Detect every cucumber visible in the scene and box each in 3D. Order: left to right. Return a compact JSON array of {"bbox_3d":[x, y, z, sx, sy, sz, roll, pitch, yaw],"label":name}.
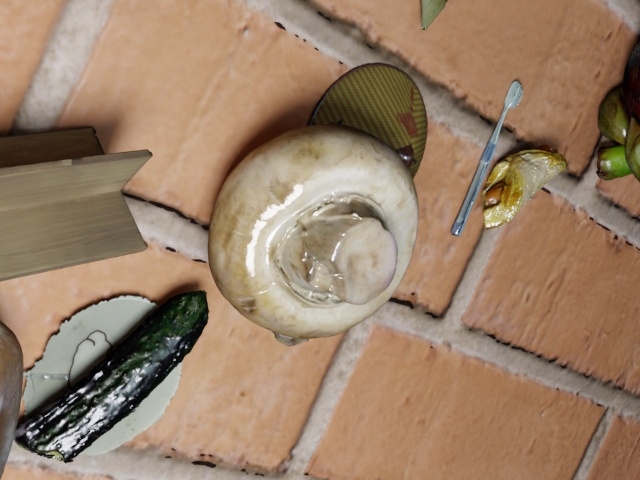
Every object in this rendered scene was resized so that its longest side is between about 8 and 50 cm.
[{"bbox_3d":[-0.201,0.140,1.030,0.245,0.067,0.067,-41,129,-15],"label":"cucumber"}]

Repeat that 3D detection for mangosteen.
[{"bbox_3d":[0.540,-0.191,1.398,0.300,0.300,0.300,-17,118,-34],"label":"mangosteen"}]

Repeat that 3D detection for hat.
[{"bbox_3d":[0.077,-0.104,1.162,0.193,0.082,0.193,-16,118,-33],"label":"hat"}]

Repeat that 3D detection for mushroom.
[{"bbox_3d":[0.000,0.000,1.071,0.255,0.184,0.255,-19,122,-34],"label":"mushroom"}]

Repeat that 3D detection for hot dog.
[{"bbox_3d":[0.262,-0.084,1.333,0.169,0.078,0.061,-41,114,-26],"label":"hot dog"}]

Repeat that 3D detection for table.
[{"bbox_3d":[-0.266,-0.032,0.871,0.226,0.167,0.167,-14,117,-46],"label":"table"}]

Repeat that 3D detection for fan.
[{"bbox_3d":[-0.277,0.137,1.017,0.329,0.009,0.191,8,107,-43],"label":"fan"}]

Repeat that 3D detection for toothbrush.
[{"bbox_3d":[0.220,-0.107,1.325,0.019,0.016,0.219,18,95,-51],"label":"toothbrush"}]

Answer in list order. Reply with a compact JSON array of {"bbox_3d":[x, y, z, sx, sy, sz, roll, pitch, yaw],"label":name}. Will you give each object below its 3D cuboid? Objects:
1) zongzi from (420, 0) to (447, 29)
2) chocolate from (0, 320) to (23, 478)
[{"bbox_3d":[0.103,-0.324,1.114,0.154,0.062,0.130,26,103,-37],"label":"zongzi"},{"bbox_3d":[-0.328,0.195,0.895,0.157,0.080,0.254,-29,140,-66],"label":"chocolate"}]
